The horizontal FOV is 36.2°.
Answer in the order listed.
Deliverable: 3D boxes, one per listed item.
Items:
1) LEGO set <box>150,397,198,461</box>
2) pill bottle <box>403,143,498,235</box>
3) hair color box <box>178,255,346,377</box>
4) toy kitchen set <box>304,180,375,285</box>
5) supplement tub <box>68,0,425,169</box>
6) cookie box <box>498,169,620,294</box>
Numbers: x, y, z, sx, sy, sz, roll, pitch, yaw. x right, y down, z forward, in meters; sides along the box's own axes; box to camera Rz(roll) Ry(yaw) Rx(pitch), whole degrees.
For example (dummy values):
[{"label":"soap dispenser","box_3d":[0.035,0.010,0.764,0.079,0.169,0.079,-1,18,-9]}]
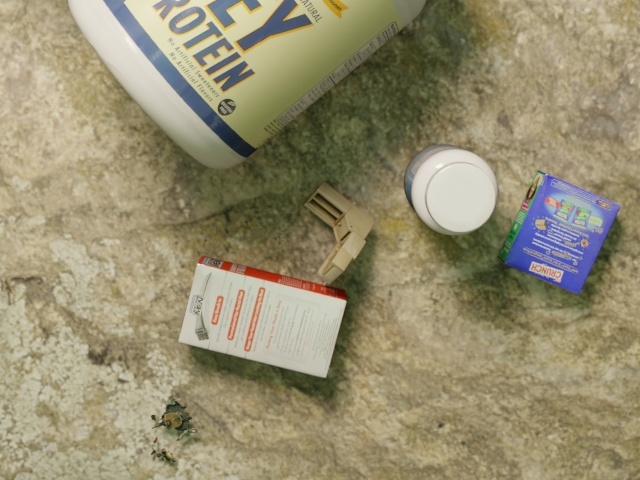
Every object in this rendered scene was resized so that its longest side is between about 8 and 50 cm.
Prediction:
[{"label":"LEGO set","box_3d":[-0.169,0.212,1.116,0.054,0.023,0.083,35,111,-3]},{"label":"pill bottle","box_3d":[0.134,-0.052,0.999,0.087,0.160,0.087,0,99,1]},{"label":"hair color box","box_3d":[-0.063,0.083,1.076,0.167,0.053,0.093,14,100,-3]},{"label":"toy kitchen set","box_3d":[0.000,0.000,1.058,0.075,0.083,0.068,39,139,-5]},{"label":"supplement tub","box_3d":[-0.047,-0.250,0.931,0.325,0.235,0.235,-39,97,6]},{"label":"cookie box","box_3d":[0.258,-0.009,1.066,0.092,0.040,0.107,23,98,-4]}]
